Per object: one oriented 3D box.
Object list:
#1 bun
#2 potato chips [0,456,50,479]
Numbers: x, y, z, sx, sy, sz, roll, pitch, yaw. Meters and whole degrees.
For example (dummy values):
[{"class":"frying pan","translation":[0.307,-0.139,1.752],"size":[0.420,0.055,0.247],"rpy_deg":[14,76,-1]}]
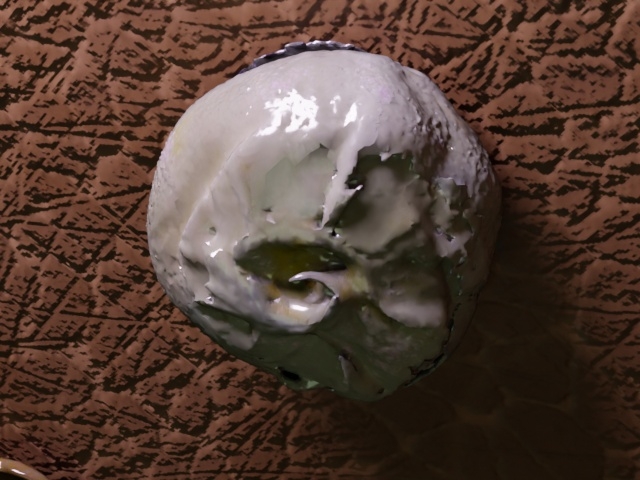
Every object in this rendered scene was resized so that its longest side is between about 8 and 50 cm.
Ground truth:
[{"class":"bun","translation":[0.000,0.000,0.970],"size":[0.239,0.141,0.239],"rpy_deg":[6,122,10]},{"class":"potato chips","translation":[-0.260,0.255,1.271],"size":[0.150,0.049,0.202],"rpy_deg":[1,121,12]}]
